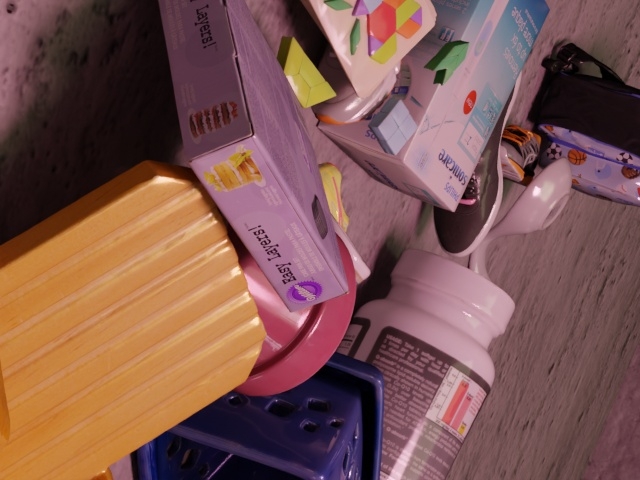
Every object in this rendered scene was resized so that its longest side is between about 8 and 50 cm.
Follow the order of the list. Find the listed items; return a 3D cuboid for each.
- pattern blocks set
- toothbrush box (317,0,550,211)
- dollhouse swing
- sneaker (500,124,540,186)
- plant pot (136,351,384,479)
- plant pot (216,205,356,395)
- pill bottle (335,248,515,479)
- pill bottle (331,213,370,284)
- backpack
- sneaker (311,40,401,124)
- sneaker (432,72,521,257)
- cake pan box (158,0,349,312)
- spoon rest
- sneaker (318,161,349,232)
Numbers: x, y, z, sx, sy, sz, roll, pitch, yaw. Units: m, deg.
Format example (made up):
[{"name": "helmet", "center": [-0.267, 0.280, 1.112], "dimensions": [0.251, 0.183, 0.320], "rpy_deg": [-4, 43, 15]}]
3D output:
[{"name": "pattern blocks set", "center": [0.049, -0.258, 1.540], "dimensions": [0.325, 0.026, 0.285], "rpy_deg": [43, 72, -40]}, {"name": "toothbrush box", "center": [0.143, -0.212, 1.787], "dimensions": [0.295, 0.126, 0.216], "rpy_deg": [-63, 154, -5]}, {"name": "dollhouse swing", "center": [-0.176, 0.164, 1.219], "dimensions": [0.305, 0.315, 0.347], "rpy_deg": [-20, 136, -3]}, {"name": "sneaker", "center": [0.279, -0.133, 2.172], "dimensions": [0.083, 0.084, 0.215], "rpy_deg": [-68, 165, 4]}, {"name": "plant pot", "center": [-0.054, 0.240, 1.667], "dimensions": [0.212, 0.236, 0.236], "rpy_deg": [-52, 151, -43]}, {"name": "plant pot", "center": [-0.093, 0.036, 1.479], "dimensions": [0.180, 0.201, 0.201], "rpy_deg": [35, 79, -48]}, {"name": "pill bottle", "center": [0.105, 0.208, 1.957], "dimensions": [0.363, 0.210, 0.210], "rpy_deg": [-61, 154, -11]}, {"name": "pill bottle", "center": [-0.038, 0.047, 1.625], "dimensions": [0.169, 0.094, 0.094], "rpy_deg": [-35, 152, 3]}, {"name": "backpack", "center": [0.478, -0.163, 2.338], "dimensions": [0.213, 0.276, 0.263], "rpy_deg": [-67, 162, 11]}, {"name": "sneaker", "center": [0.043, -0.255, 1.613], "dimensions": [0.121, 0.099, 0.262], "rpy_deg": [45, 63, -53]}, {"name": "sneaker", "center": [0.183, -0.120, 1.975], "dimensions": [0.147, 0.104, 0.296], "rpy_deg": [-6, 110, -60]}, {"name": "cake pan box", "center": [-0.063, -0.106, 1.339], "dimensions": [0.246, 0.070, 0.267], "rpy_deg": [61, 12, -52]}, {"name": "spoon rest", "center": [0.300, -0.019, 2.252], "dimensions": [0.137, 0.084, 0.276], "rpy_deg": [-28, 150, -50]}, {"name": "sneaker", "center": [0.000, 0.000, 1.735], "dimensions": [0.094, 0.081, 0.208], "rpy_deg": [-43, 145, -44]}]
